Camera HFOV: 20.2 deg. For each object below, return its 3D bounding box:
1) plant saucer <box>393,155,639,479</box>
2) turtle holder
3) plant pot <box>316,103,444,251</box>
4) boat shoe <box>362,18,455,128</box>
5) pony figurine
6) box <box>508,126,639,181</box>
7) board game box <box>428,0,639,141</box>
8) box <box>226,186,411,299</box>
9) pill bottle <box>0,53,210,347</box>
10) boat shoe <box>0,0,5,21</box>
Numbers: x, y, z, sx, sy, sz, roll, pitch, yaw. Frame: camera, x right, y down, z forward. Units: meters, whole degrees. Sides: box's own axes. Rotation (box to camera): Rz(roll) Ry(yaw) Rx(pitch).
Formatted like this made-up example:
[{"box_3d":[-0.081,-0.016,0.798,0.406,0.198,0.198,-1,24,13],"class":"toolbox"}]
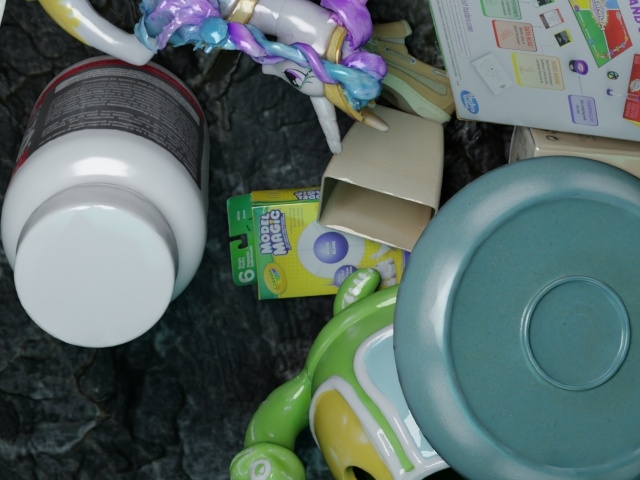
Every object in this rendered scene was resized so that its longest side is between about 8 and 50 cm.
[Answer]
[{"box_3d":[0.221,0.082,1.599,0.317,0.043,0.318,0,90,-15],"class":"plant saucer"},{"box_3d":[0.088,0.163,1.713,0.320,0.227,0.243,9,127,-16],"class":"turtle holder"},{"box_3d":[0.064,-0.063,1.681,0.109,0.096,0.109,16,156,4],"class":"plant pot"},{"box_3d":[0.057,-0.177,1.675,0.190,0.068,0.072,31,96,-29],"class":"boat shoe"},{"box_3d":[-0.070,-0.281,1.524,0.363,0.303,0.351,22,113,11],"class":"pony figurine"},{"box_3d":[0.338,-0.036,1.719,0.311,0.121,0.148,3,113,-4],"class":"box"},{"box_3d":[0.252,-0.188,1.549,0.316,0.064,0.242,10,143,24],"class":"board game box"},{"box_3d":[0.000,0.000,1.761,0.179,0.043,0.105,-4,115,0],"class":"box"},{"box_3d":[-0.186,-0.035,1.581,0.176,0.318,0.176,-1,114,-2],"class":"pill bottle"},{"box_3d":[-0.360,-0.166,1.616,0.099,0.116,0.319,16,120,-22],"class":"boat shoe"}]
